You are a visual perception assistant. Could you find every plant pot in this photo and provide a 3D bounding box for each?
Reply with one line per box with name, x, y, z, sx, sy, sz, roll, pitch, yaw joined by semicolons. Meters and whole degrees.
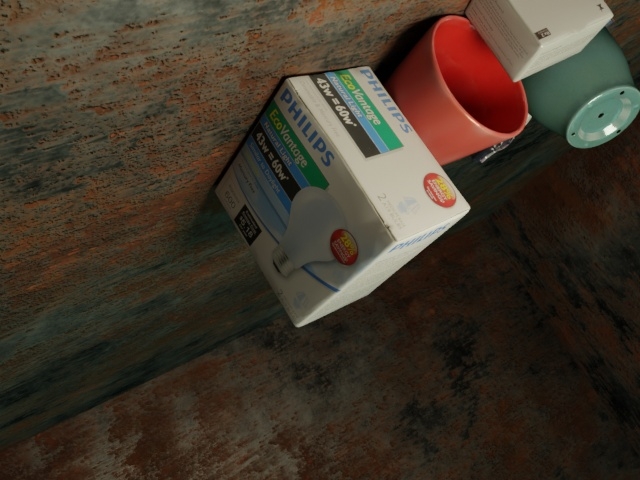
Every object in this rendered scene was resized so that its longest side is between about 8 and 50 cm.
plant pot;0.617;-0.372;1.475;0.271;0.255;0.272;-12;142;-9
plant pot;0.237;-0.273;1.247;0.275;0.275;0.243;-19;172;-43

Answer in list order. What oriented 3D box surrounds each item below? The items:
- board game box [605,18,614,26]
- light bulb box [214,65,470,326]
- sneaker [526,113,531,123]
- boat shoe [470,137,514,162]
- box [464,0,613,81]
board game box;0.670;-0.551;1.589;0.147;0.045;0.193;-38;165;30
light bulb box;0.024;-0.081;1.207;0.225;0.358;0.361;-22;163;-41
sneaker;0.578;-0.385;1.913;0.232;0.090;0.115;-31;164;-3
boat shoe;0.523;-0.360;1.718;0.340;0.158;0.127;-40;164;35
box;0.409;-0.430;1.160;0.181;0.182;0.119;-26;168;-17
